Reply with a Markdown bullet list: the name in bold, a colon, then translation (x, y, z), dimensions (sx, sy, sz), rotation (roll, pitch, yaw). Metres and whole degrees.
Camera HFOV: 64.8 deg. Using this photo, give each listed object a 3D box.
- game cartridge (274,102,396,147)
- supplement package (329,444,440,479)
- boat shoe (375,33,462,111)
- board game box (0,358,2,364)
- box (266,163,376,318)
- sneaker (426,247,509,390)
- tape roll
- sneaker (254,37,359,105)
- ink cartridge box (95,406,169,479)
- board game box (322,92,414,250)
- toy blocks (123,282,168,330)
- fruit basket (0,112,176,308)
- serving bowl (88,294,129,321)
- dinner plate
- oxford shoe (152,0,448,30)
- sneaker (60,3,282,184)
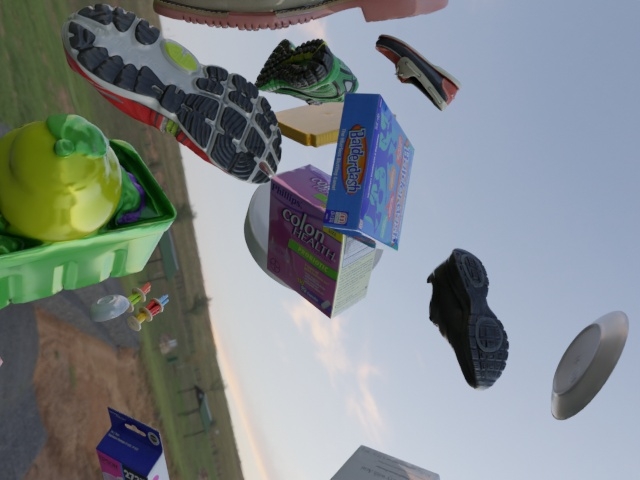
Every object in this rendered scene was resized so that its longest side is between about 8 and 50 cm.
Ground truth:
- **game cartridge**: translation (0.025, -0.372, 1.580), dimensions (0.285, 0.323, 0.053), rotation (35, -42, 46)
- **supplement package**: translation (0.068, 0.526, 0.842), dimensions (0.177, 0.293, 0.176), rotation (3, -66, 42)
- **boat shoe**: translation (0.128, -0.233, 0.697), dimensions (0.137, 0.043, 0.049), rotation (36, 9, 2)
- **board game box**: translation (-0.744, 0.264, 0.897), dimensions (0.145, 0.281, 0.027), rotation (-92, 180, -57)
- **box**: translation (0.000, 0.000, 1.068), dimensions (0.213, 0.117, 0.243), rotation (35, -47, 32)
- **sneaker**: translation (0.283, 0.162, 1.007), dimensions (0.130, 0.109, 0.287), rotation (-44, -144, 44)
- **tape roll**: translation (-0.012, -0.030, 1.375), dimensions (0.392, 0.391, 0.072), rotation (64, -32, 28)
- **sneaker**: translation (-0.043, -0.369, 1.173), dimensions (0.134, 0.146, 0.343), rotation (-57, -144, 1)
- **ink cartridge box**: translation (-0.439, 0.587, 1.214), dimensions (0.175, 0.069, 0.371), rotation (12, -65, 27)
- **board game box**: translation (0.072, -0.077, 0.667), dimensions (0.210, 0.047, 0.160), rotation (19, 80, -68)
- **toy blocks**: translation (-0.533, 0.186, 1.550), dimensions (0.054, 0.148, 0.123), rotation (6, -59, 27)
- **fruit basket**: translation (-0.425, -0.078, 0.784), dimensions (0.283, 0.391, 0.392), rotation (49, -29, 28)
- **serving bowl**: translation (-0.453, 0.138, 1.074), dimensions (0.083, 0.083, 0.027), rotation (-141, -144, -59)
- **dinner plate**: translation (0.294, 0.136, 0.568), dimensions (0.017, 0.141, 0.141), rotation (29, -34, 12)
- **oxford shoe**: translation (-0.026, -0.365, 0.664), dimensions (0.140, 0.396, 0.147), rotation (-110, -167, -57)
- **sneaker**: translation (-0.165, -0.164, 0.599), dimensions (0.279, 0.107, 0.118), rotation (35, -16, -30)
